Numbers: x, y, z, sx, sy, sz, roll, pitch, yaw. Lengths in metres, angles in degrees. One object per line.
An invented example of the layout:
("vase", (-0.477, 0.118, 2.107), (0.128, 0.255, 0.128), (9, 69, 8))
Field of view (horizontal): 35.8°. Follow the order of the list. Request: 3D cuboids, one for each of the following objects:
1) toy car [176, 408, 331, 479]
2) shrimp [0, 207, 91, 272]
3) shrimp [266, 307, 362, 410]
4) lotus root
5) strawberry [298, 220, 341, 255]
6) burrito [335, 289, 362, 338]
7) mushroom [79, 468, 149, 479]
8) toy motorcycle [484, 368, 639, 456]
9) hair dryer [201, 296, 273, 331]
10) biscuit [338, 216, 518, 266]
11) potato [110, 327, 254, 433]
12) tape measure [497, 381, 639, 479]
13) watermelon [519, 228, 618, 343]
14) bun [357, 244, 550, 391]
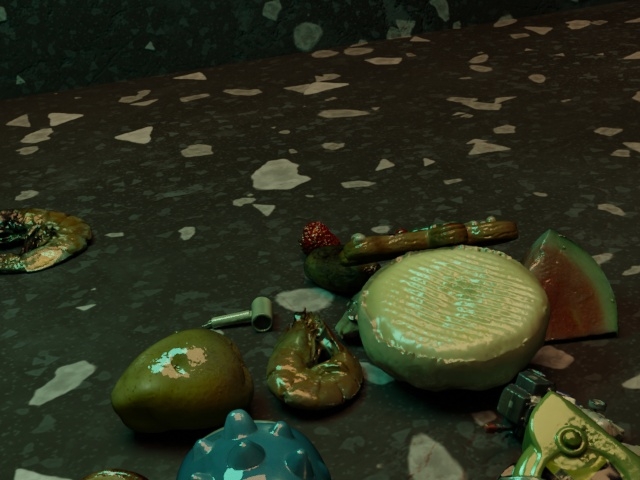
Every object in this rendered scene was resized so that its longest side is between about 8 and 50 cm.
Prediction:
("toy car", (-0.076, 0.290, 1.125), (0.188, 0.190, 0.255), (-10, 23, -6))
("shrimp", (-0.658, 0.004, 2.046), (0.365, 0.071, 0.233), (-3, 29, -7))
("shrimp", (-0.010, 0.177, 1.516), (0.145, 0.061, 0.267), (2, 21, -3))
("lotus root", (0.035, 0.047, 1.758), (0.179, 0.080, 0.089), (8, 26, 45))
("strawberry", (0.000, 0.000, 1.897), (0.083, 0.073, 0.073), (9, 25, 1))
("burrito", (0.133, 0.085, 1.676), (0.096, 0.066, 0.309), (16, 33, 31))
("mushroom", (-0.258, 0.325, 1.210), (0.127, 0.087, 0.127), (-7, 28, 3))
("toy motorcycle", (0.314, 0.242, 1.260), (0.150, 0.102, 0.221), (2, 18, -38))
("hair dryer", (-0.141, 0.133, 1.675), (0.124, 0.038, 0.063), (-12, 24, 2))
("biscuit", (0.176, -0.001, 1.622), (0.301, 0.049, 0.197), (-7, -4, -8))
("potato", (-0.199, 0.207, 1.412), (0.194, 0.157, 0.157), (-22, 26, -3))
("tape measure", (0.289, 0.288, 1.100), (0.200, 0.106, 0.175), (37, 67, 22))
("watermelon", (0.371, 0.113, 1.590), (0.202, 0.136, 0.207), (-46, 63, 0))
("bun", (0.199, 0.130, 1.470), (0.287, 0.146, 0.287), (-8, 36, 6))
